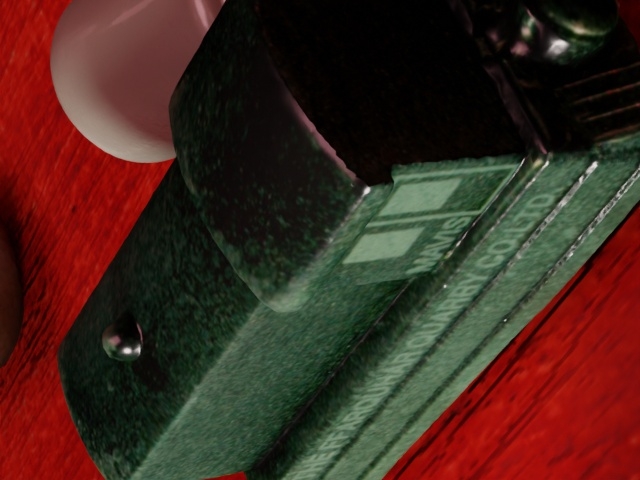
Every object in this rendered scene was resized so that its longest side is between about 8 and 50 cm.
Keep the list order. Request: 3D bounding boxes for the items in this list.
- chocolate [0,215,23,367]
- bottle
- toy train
[{"bbox_3d":[-0.273,0.061,1.259,0.254,0.080,0.157,-33,54,50],"label":"chocolate"},{"bbox_3d":[-0.042,-0.106,0.862,0.245,0.104,0.104,-14,84,60],"label":"bottle"},{"bbox_3d":[0.000,0.000,0.775,0.330,0.178,0.138,-53,54,43],"label":"toy train"}]
